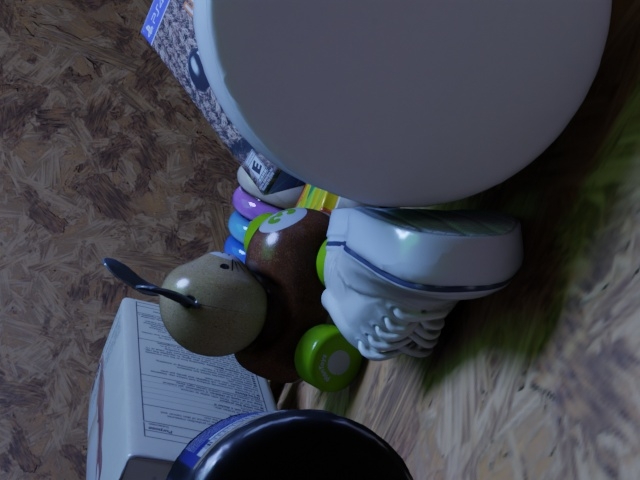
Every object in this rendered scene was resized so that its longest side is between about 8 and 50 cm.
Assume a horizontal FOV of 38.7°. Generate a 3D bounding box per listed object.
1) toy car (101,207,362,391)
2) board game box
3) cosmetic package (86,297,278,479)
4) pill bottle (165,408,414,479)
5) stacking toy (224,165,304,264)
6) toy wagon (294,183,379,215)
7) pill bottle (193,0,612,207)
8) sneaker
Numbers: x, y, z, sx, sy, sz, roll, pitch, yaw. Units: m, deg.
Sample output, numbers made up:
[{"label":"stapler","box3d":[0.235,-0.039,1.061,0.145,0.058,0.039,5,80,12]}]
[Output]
[{"label":"toy car","box3d":[-0.074,0.035,0.735,0.155,0.188,0.149,15,93,57]},{"label":"board game box","box3d":[-0.051,-0.244,1.087,0.141,0.291,0.232,-18,-28,-43]},{"label":"cosmetic package","box3d":[-0.130,0.182,0.849,0.296,0.153,0.129,-120,50,-67]},{"label":"pill bottle","box3d":[-0.029,0.158,0.518,0.219,0.122,0.123,138,153,-74]},{"label":"stacking toy","box3d":[-0.090,0.060,1.296,0.141,0.141,0.330,-93,20,-73]},{"label":"toy wagon","box3d":[0.000,0.000,0.985,0.344,0.068,0.267,128,163,-63]},{"label":"pill bottle","box3d":[0.034,-0.151,0.601,0.392,0.224,0.224,-98,31,-76]},{"label":"sneaker","box3d":[0.054,0.026,0.536,0.258,0.094,0.091,-165,77,-85]}]
